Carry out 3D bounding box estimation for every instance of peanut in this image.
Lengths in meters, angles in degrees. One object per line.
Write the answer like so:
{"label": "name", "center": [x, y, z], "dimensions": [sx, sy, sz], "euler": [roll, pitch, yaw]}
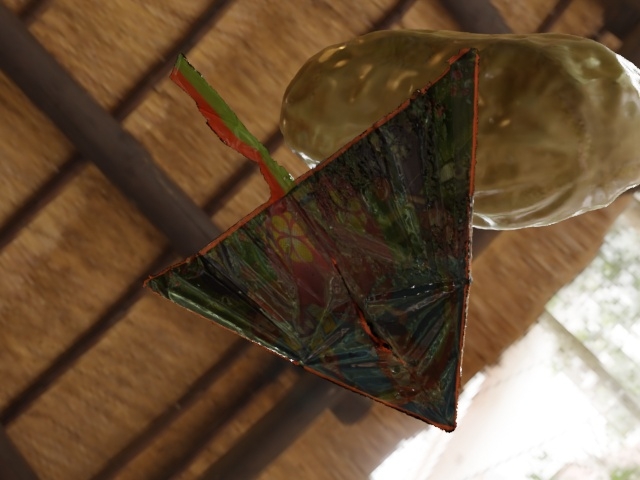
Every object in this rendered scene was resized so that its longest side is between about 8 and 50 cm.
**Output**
{"label": "peanut", "center": [0.064, -0.053, 0.564], "dimensions": [0.083, 0.194, 0.093], "euler": [38, -116, -53]}

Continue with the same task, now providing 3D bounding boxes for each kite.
{"label": "kite", "center": [0.000, 0.000, 0.409], "dimensions": [0.190, 0.159, 0.010], "euler": [-31, 6, 44]}
